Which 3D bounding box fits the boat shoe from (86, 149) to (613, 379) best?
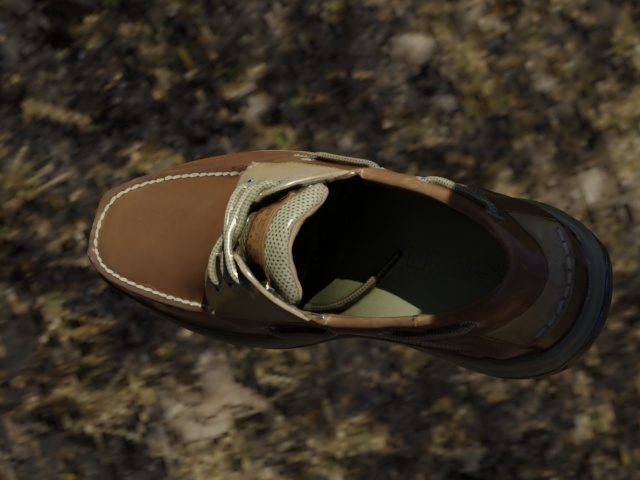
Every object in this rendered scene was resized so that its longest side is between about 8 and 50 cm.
[{"bbox_3d":[0.000,0.000,1.121,0.120,0.324,0.123,23,74,-57],"label":"boat shoe"}]
